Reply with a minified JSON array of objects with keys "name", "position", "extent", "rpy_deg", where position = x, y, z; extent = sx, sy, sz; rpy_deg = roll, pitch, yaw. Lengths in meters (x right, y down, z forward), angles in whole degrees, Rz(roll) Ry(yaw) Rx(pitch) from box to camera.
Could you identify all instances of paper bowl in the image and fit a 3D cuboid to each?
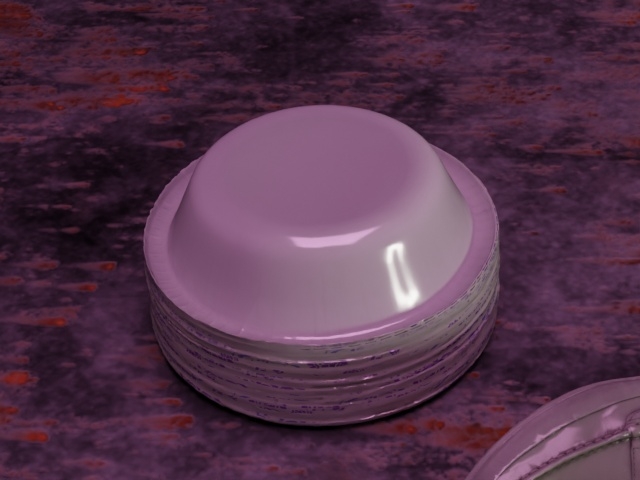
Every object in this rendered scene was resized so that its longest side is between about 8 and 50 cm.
[{"name":"paper bowl","position":[0.000,0.000,1.386],"extent":[0.284,0.148,0.284],"rpy_deg":[-3,39,2]}]

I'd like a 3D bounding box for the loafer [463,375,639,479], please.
[{"name":"loafer","position":[0.238,0.152,1.209],"extent":[0.319,0.112,0.111],"rpy_deg":[-21,34,-22]}]
